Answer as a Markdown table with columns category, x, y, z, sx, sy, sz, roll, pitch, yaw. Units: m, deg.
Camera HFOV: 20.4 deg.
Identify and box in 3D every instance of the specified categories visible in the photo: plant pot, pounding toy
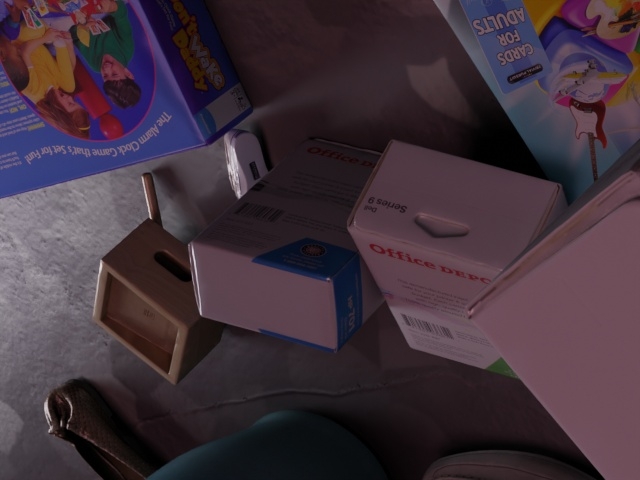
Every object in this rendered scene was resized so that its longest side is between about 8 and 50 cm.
| category | x | y | z | sx | sy | sz | roll | pitch | yaw |
| --- | --- | --- | --- | --- | --- | --- | --- | --- | --- |
| plant pot | -0.061 | 0.303 | 1.697 | 0.271 | 0.255 | 0.272 | 17 | 125 | 26 |
| pounding toy | -0.155 | 0.036 | 1.720 | 0.141 | 0.100 | 0.130 | 37 | 146 | 13 |

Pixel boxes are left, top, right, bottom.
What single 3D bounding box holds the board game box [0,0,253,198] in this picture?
| category | x | y | z | sx | sy | sz | roll | pitch | yaw |
| --- | --- | --- | --- | --- | --- | --- | --- | --- | --- |
| board game box | -0.257 | -0.174 | 1.658 | 0.347 | 0.078 | 0.233 | -11 | 110 | 38 |

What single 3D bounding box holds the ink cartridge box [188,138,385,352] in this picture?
| category | x | y | z | sx | sy | sz | roll | pitch | yaw |
| --- | --- | --- | --- | --- | --- | --- | --- | --- | --- |
| ink cartridge box | 0.000 | 0.000 | 1.512 | 0.139 | 0.190 | 0.082 | 14 | 126 | 28 |

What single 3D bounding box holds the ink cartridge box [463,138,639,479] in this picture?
| category | x | y | z | sx | sy | sz | roll | pitch | yaw |
| --- | --- | --- | --- | --- | --- | --- | --- | --- | --- |
| ink cartridge box | 0.311 | 0.022 | 1.055 | 0.285 | 0.395 | 0.166 | 49 | 135 | 3 |

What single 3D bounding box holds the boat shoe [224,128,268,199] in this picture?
| category | x | y | z | sx | sy | sz | roll | pitch | yaw |
| --- | --- | --- | --- | --- | --- | --- | --- | --- | --- |
| boat shoe | -0.068 | -0.057 | 1.635 | 0.035 | 0.035 | 0.100 | 27 | 140 | 55 |

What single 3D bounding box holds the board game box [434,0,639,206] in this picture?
| category | x | y | z | sx | sy | sz | roll | pitch | yaw |
| --- | --- | --- | --- | --- | --- | --- | --- | --- | --- |
| board game box | 0.261 | -0.134 | 1.326 | 0.254 | 0.079 | 0.336 | -27 | 100 | 42 |

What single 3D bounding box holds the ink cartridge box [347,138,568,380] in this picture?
| category | x | y | z | sx | sy | sz | roll | pitch | yaw |
| --- | --- | --- | --- | --- | --- | --- | --- | --- | --- |
| ink cartridge box | 0.130 | 0.024 | 1.443 | 0.154 | 0.093 | 0.212 | 16 | 158 | 27 |

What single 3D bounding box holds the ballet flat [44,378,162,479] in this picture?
| category | x | y | z | sx | sy | sz | roll | pitch | yaw |
| --- | --- | --- | --- | --- | --- | --- | --- | --- | --- |
| ballet flat | -0.207 | 0.254 | 1.900 | 0.250 | 0.058 | 0.084 | 48 | 133 | 0 |

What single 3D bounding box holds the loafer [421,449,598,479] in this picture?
| category | x | y | z | sx | sy | sz | roll | pitch | yaw |
| --- | --- | --- | --- | --- | --- | --- | --- | --- | --- |
| loafer | 0.224 | 0.270 | 1.577 | 0.319 | 0.111 | 0.112 | 12 | 123 | 29 |
